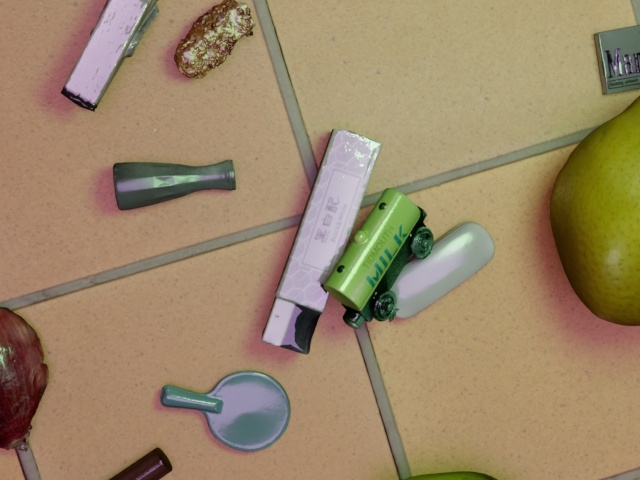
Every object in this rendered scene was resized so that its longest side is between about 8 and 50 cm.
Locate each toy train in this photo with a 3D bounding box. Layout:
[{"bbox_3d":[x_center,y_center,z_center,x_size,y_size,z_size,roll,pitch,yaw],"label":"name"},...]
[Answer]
[{"bbox_3d":[0.099,0.027,1.758,0.253,0.105,0.157,-57,138,-13],"label":"toy train"}]

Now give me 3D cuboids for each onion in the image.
[{"bbox_3d":[-0.601,0.265,1.788,0.227,0.120,0.283,-25,96,4],"label":"onion"}]

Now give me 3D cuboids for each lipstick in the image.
[{"bbox_3d":[-0.435,0.505,1.849,0.357,0.057,0.057,-34,96,0],"label":"lipstick"}]

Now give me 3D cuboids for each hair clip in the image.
[{"bbox_3d":[-0.346,-0.383,1.757,0.085,0.101,0.330,31,91,-2],"label":"hair clip"}]

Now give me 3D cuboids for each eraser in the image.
[{"bbox_3d":[0.000,0.000,1.806,0.096,0.098,0.403,20,93,-4],"label":"eraser"}]

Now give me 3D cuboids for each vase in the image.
[{"bbox_3d":[-0.261,-0.108,1.795,0.214,0.086,0.086,-7,95,-7],"label":"vase"}]

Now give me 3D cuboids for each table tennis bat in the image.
[{"bbox_3d":[-0.176,0.310,1.855,0.244,0.040,0.152,12,93,-8],"label":"table tennis bat"}]

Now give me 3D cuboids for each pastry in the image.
[{"bbox_3d":[-0.194,-0.362,1.785,0.169,0.063,0.087,-43,105,-4],"label":"pastry"}]

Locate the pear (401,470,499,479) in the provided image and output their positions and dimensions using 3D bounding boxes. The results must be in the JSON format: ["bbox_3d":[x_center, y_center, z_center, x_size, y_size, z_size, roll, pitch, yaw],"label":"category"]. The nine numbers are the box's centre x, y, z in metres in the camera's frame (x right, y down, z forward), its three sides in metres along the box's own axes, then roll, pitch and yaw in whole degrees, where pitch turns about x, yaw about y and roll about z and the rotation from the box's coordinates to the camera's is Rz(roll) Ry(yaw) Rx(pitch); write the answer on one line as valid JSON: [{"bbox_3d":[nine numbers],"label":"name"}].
[{"bbox_3d":[0.262,0.525,1.833,0.282,0.176,0.286,-28,100,-2],"label":"pear"}]

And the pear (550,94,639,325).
[{"bbox_3d":[0.577,-0.055,1.704,0.362,0.362,0.418,21,99,-5],"label":"pear"}]

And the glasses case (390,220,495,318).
[{"bbox_3d":[0.214,0.055,1.841,0.233,0.059,0.092,-37,94,1],"label":"glasses case"}]

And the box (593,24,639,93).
[{"bbox_3d":[0.599,-0.341,1.839,0.178,0.036,0.115,-10,95,-2],"label":"box"}]
